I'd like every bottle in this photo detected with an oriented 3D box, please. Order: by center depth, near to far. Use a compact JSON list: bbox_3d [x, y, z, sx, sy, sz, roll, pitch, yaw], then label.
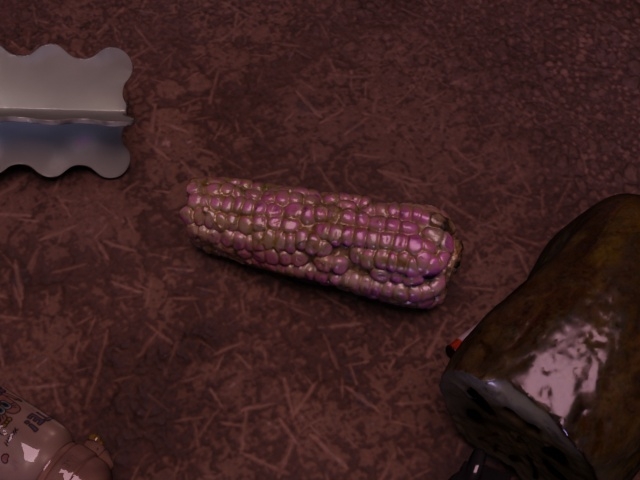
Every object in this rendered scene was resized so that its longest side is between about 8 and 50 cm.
[{"bbox_3d":[-0.318,0.223,1.291,0.209,0.097,0.110,29,46,12],"label":"bottle"}]

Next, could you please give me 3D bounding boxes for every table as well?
[{"bbox_3d":[-0.330,-0.158,1.479,0.198,0.166,0.167,1,60,-12],"label":"table"}]

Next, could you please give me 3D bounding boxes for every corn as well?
[{"bbox_3d":[0.000,-0.002,1.424,0.335,0.127,0.127,10,60,4],"label":"corn"}]

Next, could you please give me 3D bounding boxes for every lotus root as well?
[{"bbox_3d":[0.304,0.104,1.317,0.250,0.250,0.346,32,60,14],"label":"lotus root"}]

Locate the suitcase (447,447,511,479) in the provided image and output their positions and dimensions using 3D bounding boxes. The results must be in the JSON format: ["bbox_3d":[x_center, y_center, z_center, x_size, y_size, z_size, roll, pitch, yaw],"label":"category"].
[{"bbox_3d":[0.237,0.409,1.139,0.345,0.188,0.339,18,48,6],"label":"suitcase"}]

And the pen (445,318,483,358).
[{"bbox_3d":[0.247,0.072,1.446,0.239,0.028,0.028,-33,67,-19],"label":"pen"}]
